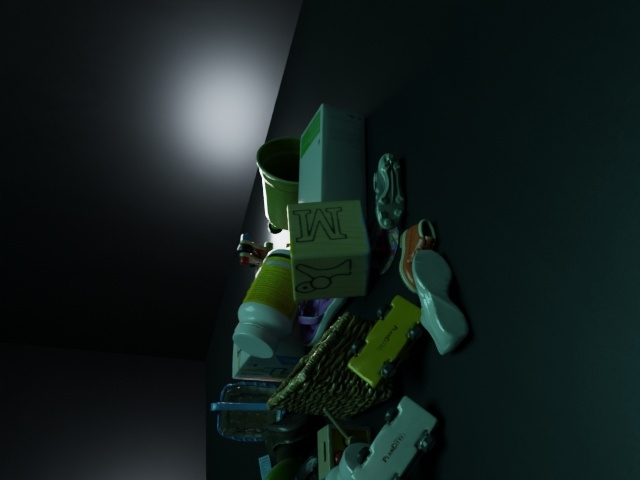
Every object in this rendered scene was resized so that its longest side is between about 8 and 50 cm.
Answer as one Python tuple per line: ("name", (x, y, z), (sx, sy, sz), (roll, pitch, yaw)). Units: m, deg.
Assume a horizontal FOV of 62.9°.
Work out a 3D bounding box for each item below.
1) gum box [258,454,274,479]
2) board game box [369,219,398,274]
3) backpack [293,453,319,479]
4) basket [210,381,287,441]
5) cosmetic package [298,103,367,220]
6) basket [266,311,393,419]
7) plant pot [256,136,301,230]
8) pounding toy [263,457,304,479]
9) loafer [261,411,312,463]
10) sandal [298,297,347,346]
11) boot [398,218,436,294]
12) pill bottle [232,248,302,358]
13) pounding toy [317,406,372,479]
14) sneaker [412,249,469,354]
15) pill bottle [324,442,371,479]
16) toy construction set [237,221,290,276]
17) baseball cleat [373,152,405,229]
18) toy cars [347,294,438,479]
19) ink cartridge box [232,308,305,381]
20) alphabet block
("gum box", (-0.145, 0.805, 1.656), (0.184, 0.041, 0.157), (-121, 13, -64))
("board game box", (0.146, 0.000, 1.329), (0.169, 0.033, 0.133), (-106, 31, -52))
("backpack", (0.013, 0.602, 1.282), (0.152, 0.115, 0.182), (51, 131, 49))
("basket", (-0.242, 0.604, 1.850), (0.289, 0.254, 0.201), (94, 178, -63))
("cosmetic package", (0.034, -0.196, 1.575), (0.197, 0.155, 0.366), (134, 143, -56))
("basket", (0.017, 0.285, 1.245), (0.299, 0.222, 0.214), (124, 155, -57))
("plant pot", (-0.095, -0.182, 1.841), (0.276, 0.275, 0.254), (-100, 16, -46))
("pounding toy", (-0.077, 0.742, 1.454), (0.110, 0.182, 0.237), (12, 92, 46))
("loafer", (-0.090, 0.616, 1.612), (0.366, 0.133, 0.130), (114, 135, -63))
("sandal", (-0.015, 0.184, 1.602), (0.416, 0.102, 0.170), (118, 156, -48))
("boot", (0.208, 0.031, 1.094), (0.084, 0.059, 0.158), (134, 143, -52))
("pill bottle", (-0.154, 0.205, 1.713), (0.188, 0.187, 0.334), (-54, 9, 53))
("pounding toy", (0.053, 0.472, 1.206), (0.100, 0.130, 0.141), (124, 150, -51))
("sneaker", (0.215, 0.118, 1.009), (0.094, 0.080, 0.212), (103, 164, -49))
("pill bottle", (0.066, 0.568, 1.086), (0.152, 0.152, 0.272), (-124, 47, -65))
("toy construction set", (-0.174, 0.103, 2.036), (0.237, 0.257, 0.309), (98, 151, -69))
("baseball cleat", (0.167, -0.110, 1.295), (0.109, 0.072, 0.206), (109, 170, -68))
("toy cars", (0.149, 0.309, 1.043), (0.176, 0.087, 0.394), (-13, 59, 22))
("ink cartridge box", (-0.191, 0.372, 1.882), (0.270, 0.198, 0.197), (125, 149, -54))
("alphabet block", (0.018, 0.026, 1.362), (0.193, 0.196, 0.194), (91, 175, -46))
